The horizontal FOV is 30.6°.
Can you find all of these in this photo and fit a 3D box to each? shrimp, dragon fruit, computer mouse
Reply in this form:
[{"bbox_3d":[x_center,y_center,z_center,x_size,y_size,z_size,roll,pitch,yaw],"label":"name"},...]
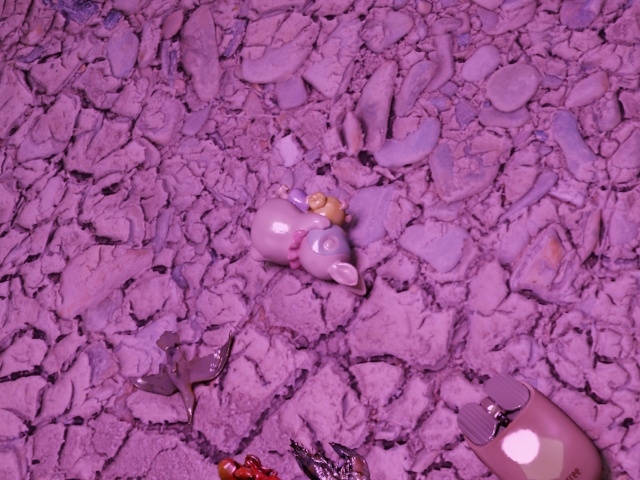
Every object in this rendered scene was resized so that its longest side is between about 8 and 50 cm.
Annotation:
[{"bbox_3d":[0.017,0.372,1.937,0.091,0.034,0.161,-44,59,-16],"label":"shrimp"},{"bbox_3d":[-0.095,0.424,1.882,0.207,0.150,0.133,42,94,24],"label":"dragon fruit"},{"bbox_3d":[0.318,0.309,1.789,0.145,0.082,0.236,-44,55,-1],"label":"computer mouse"}]

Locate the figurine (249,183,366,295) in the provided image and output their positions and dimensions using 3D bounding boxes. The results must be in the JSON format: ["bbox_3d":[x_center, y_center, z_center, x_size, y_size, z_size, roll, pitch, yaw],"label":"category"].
[{"bbox_3d":[0.000,0.000,2.097,0.235,0.127,0.155,21,64,28],"label":"figurine"}]

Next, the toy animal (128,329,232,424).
[{"bbox_3d":[-0.260,0.248,2.099,0.219,0.095,0.155,-20,52,17],"label":"toy animal"}]
